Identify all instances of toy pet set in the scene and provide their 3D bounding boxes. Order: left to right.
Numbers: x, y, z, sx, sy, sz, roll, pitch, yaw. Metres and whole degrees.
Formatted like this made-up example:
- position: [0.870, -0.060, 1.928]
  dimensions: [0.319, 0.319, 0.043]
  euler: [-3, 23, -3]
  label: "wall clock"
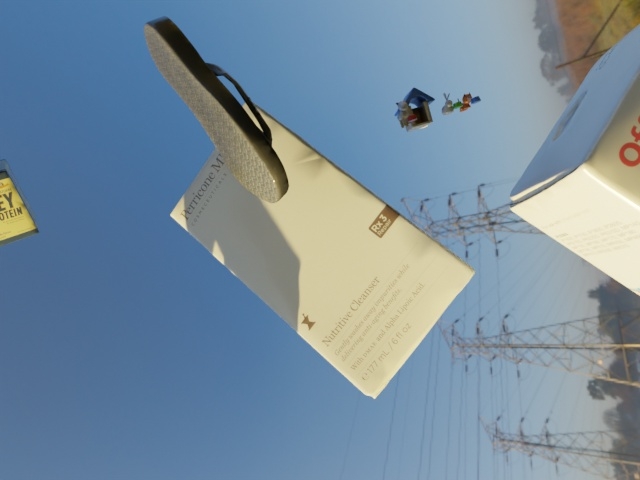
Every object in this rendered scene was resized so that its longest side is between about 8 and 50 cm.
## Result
- position: [0.178, -0.231, 0.675]
  dimensions: [0.114, 0.122, 0.065]
  euler: [-173, 67, -83]
  label: "toy pet set"

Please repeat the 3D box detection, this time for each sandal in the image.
- position: [-0.110, -0.158, 0.463]
  dimensions: [0.054, 0.097, 0.255]
  euler: [-34, -96, -23]
  label: "sandal"

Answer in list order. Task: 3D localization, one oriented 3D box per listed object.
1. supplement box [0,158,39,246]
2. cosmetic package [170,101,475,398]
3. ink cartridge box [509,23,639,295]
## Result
- position: [-0.393, -0.046, 0.492]
  dimensions: [0.056, 0.083, 0.083]
  euler: [-26, -58, -28]
  label: "supplement box"
- position: [0.000, 0.000, 0.598]
  dimensions: [0.385, 0.217, 0.156]
  euler: [37, -170, 12]
  label: "cosmetic package"
- position: [0.383, -0.047, 0.379]
  dimensions: [0.306, 0.131, 0.226]
  euler: [35, -100, 4]
  label: "ink cartridge box"
